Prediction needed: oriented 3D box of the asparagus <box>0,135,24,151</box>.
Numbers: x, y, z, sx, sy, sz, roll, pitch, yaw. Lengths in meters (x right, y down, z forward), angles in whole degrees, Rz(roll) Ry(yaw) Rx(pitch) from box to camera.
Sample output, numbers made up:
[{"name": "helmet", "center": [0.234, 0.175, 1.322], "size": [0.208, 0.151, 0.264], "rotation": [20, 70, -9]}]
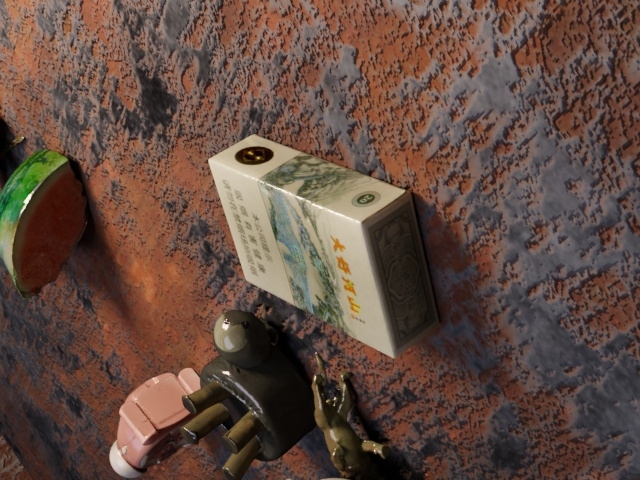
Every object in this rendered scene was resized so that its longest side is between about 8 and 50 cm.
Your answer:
[{"name": "asparagus", "center": [-0.513, -0.155, 1.977], "size": [0.163, 0.016, 0.016], "rotation": [-4, 97, 61]}]

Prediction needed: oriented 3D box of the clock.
[{"name": "clock", "center": [-0.251, 0.284, 1.866], "size": [0.093, 0.166, 0.162], "rotation": [47, 144, 20]}]

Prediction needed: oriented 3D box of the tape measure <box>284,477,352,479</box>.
[{"name": "tape measure", "center": [0.055, 0.404, 1.469], "size": [0.258, 0.130, 0.265], "rotation": [43, 151, -6]}]

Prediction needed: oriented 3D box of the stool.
[{"name": "stool", "center": [-0.107, 0.198, 1.556], "size": [0.153, 0.139, 0.228], "rotation": [0, 122, 53]}]

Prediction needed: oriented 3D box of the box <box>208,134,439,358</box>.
[{"name": "box", "center": [0.000, 0.000, 1.249], "size": [0.256, 0.069, 0.164], "rotation": [24, 139, 47]}]

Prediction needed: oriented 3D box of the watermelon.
[{"name": "watermelon", "center": [-0.457, -0.041, 1.843], "size": [0.146, 0.231, 0.128], "rotation": [33, -175, 35]}]

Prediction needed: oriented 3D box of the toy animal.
[{"name": "toy animal", "center": [0.029, 0.227, 1.448], "size": [0.086, 0.069, 0.220], "rotation": [29, 141, 58]}]
